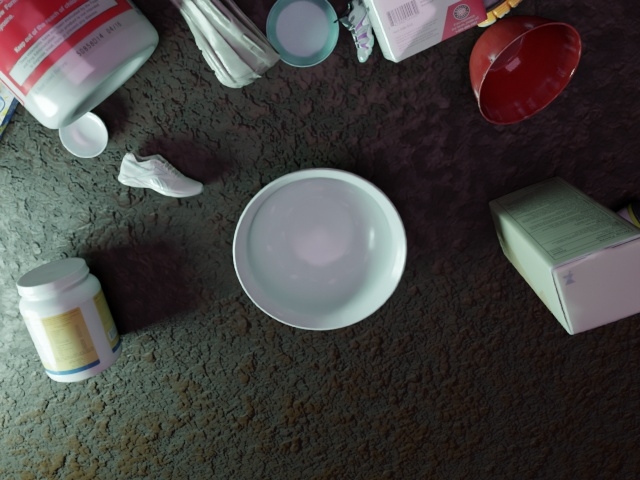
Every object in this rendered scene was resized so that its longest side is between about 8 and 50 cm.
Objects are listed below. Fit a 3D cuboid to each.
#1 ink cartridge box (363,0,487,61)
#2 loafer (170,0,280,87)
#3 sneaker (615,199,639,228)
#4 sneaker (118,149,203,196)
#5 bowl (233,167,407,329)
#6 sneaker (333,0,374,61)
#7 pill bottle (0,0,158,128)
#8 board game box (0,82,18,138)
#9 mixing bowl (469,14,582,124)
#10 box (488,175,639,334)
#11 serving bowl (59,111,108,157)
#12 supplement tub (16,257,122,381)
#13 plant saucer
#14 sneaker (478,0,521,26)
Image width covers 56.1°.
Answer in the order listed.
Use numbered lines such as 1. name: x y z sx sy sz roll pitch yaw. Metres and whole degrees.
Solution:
1. ink cartridge box: 0.135 -0.406 0.905 0.159 0.092 0.217 -24 113 3
2. loafer: -0.179 -0.394 0.932 0.112 0.112 0.319 -27 118 16
3. sneaker: 0.610 0.021 1.125 0.097 0.084 0.234 -28 110 36
4. sneaker: -0.283 -0.117 1.071 0.152 0.053 0.061 14 108 -5
5. bowl: 0.000 0.000 1.074 0.298 0.134 0.297 0 111 1
6. sneaker: 0.053 -0.345 0.981 0.069 0.038 0.098 2 103 -20
7. pill bottle: -0.455 -0.384 0.872 0.229 0.229 0.407 -37 107 13
8. board game box: -0.615 -0.226 1.038 0.136 0.035 0.201 32 108 -12
9. mixing bowl: 0.309 -0.288 0.961 0.182 0.098 0.181 -16 143 -13
10. box: 0.398 0.009 0.980 0.148 0.311 0.121 -20 110 8
11. serving bowl: -0.412 -0.189 1.056 0.084 0.027 0.083 0 112 1
12. supplement tub: -0.470 0.147 1.127 0.145 0.144 0.199 -10 111 4
13. plant saucer: -0.029 -0.350 0.995 0.120 0.021 0.119 0 111 0
14. sneaker: 0.319 -0.431 0.932 0.215 0.084 0.083 -37 102 14
